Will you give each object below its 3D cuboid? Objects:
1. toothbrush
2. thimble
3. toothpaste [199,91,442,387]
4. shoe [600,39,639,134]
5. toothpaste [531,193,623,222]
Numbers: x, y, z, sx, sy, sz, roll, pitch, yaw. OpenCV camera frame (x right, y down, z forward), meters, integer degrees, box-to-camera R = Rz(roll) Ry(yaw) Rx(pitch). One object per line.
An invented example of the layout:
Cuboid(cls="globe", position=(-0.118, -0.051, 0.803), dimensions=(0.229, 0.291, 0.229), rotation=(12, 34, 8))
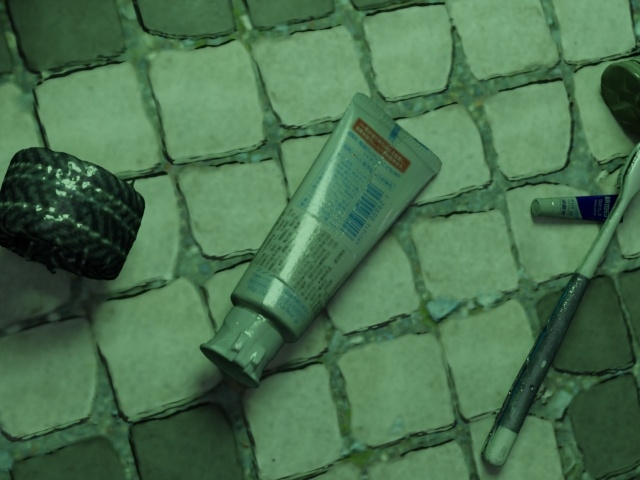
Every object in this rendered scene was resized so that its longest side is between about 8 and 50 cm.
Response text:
Cuboid(cls="toothbrush", position=(0.197, 0.047, 0.831), dimensions=(0.024, 0.026, 0.288), rotation=(28, 85, -8))
Cuboid(cls="thimble", position=(-0.168, -0.015, 0.698), dimensions=(0.095, 0.104, 0.066), rotation=(20, 75, -17))
Cuboid(cls="toothpaste", position=(0.000, 0.000, 0.773), dimensions=(0.089, 0.057, 0.234), rotation=(40, 72, -12))
Cuboid(cls="shoe", position=(0.313, -0.102, 0.851), dimensions=(0.099, 0.071, 0.169), rotation=(-44, 95, -15))
Cuboid(cls="toothpaste", position=(0.210, -0.027, 0.847), dimensions=(0.083, 0.015, 0.024), rotation=(1, 94, -20))
